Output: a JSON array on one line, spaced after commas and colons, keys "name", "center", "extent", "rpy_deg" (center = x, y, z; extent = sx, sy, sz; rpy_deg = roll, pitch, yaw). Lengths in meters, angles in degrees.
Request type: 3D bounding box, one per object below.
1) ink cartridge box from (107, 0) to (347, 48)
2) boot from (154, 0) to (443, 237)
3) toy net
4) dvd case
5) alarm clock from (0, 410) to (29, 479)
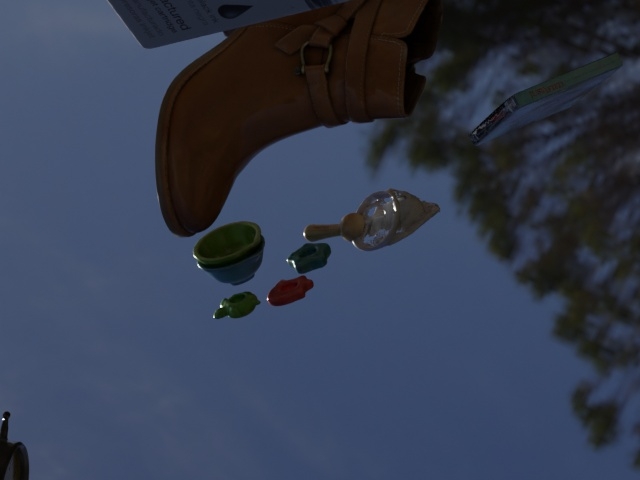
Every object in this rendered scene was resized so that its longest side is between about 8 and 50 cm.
[{"name": "ink cartridge box", "center": [-0.049, -0.266, 1.284], "extent": [0.273, 0.197, 0.114], "rpy_deg": [-11, -130, 24]}, {"name": "boot", "center": [-0.017, -0.122, 1.614], "extent": [0.220, 0.283, 0.109], "rpy_deg": [12, 161, 24]}, {"name": "toy net", "center": [0.000, 0.000, 1.647], "extent": [0.232, 0.045, 0.122], "rpy_deg": [-20, -155, -1]}, {"name": "dvd case", "center": [0.164, -0.103, 1.302], "extent": [0.087, 0.013, 0.119], "rpy_deg": [-22, 173, -14]}, {"name": "alarm clock", "center": [-0.329, 0.271, 1.710], "extent": [0.064, 0.129, 0.192], "rpy_deg": [5, -132, 2]}]
